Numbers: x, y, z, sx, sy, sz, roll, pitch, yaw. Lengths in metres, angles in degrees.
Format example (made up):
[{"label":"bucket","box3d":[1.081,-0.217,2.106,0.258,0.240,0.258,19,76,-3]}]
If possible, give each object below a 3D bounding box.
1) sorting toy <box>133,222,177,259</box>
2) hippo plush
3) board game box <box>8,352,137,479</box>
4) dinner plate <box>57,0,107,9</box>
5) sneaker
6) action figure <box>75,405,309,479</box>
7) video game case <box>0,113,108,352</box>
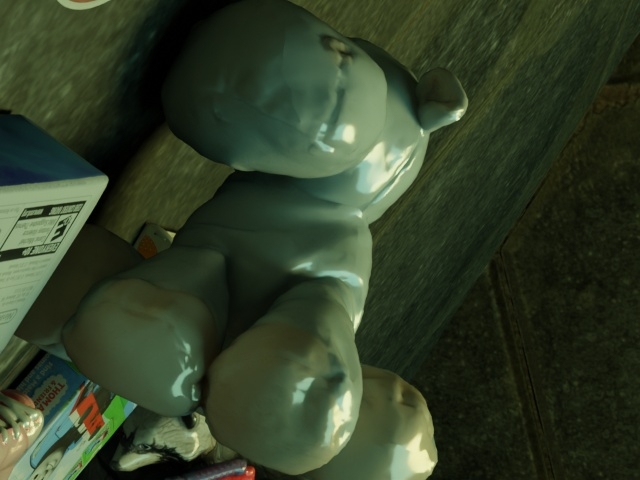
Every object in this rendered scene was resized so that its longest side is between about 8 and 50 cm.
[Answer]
[{"label":"sorting toy","box3d":[-0.084,0.029,1.222,0.045,0.075,0.083,-54,169,4]},{"label":"hippo plush","box3d":[0.000,0.000,1.040,0.294,0.234,0.236,29,86,-54]},{"label":"board game box","box3d":[-0.199,0.151,1.223,0.211,0.039,0.160,-49,169,-15]},{"label":"dinner plate","box3d":[-0.075,-0.162,0.811,0.141,0.017,0.141,-51,170,-13]},{"label":"sneaker","box3d":[-0.199,0.111,1.074,0.070,0.051,0.134,-57,170,-8]},{"label":"action figure","box3d":[-0.168,0.231,1.457,0.341,0.178,0.330,-8,136,-32]},{"label":"video game case","box3d":[-0.222,0.062,0.782,0.244,0.061,0.269,-57,169,12]}]
